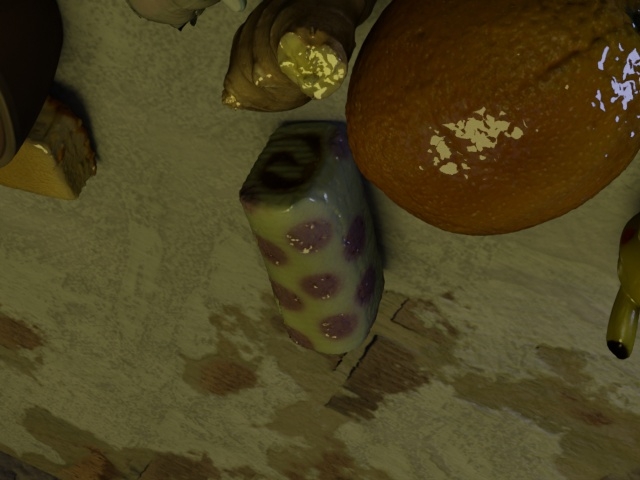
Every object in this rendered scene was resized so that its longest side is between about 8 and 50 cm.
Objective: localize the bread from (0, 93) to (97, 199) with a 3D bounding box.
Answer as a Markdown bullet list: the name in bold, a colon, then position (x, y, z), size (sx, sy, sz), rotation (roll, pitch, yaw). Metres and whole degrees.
- **bread**: position (-0.506, -0.169, 1.898), size (0.275, 0.114, 0.184), rotation (15, 155, 13)

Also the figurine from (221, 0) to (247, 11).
- **figurine**: position (-0.088, -0.370, 1.406), size (0.128, 0.184, 0.208), rotation (31, 118, 41)

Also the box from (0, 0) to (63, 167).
- **box**: position (-0.511, -0.276, 1.695), size (0.301, 0.216, 0.301), rotation (15, 145, 11)

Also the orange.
- **orange**: position (0.208, -0.168, 1.341), size (0.357, 0.322, 0.322), rotation (-22, 124, 39)

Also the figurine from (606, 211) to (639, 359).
- **figurine**: position (0.489, 0.003, 1.544), size (0.169, 0.218, 0.326), rotation (61, 157, 18)

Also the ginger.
- **ginger**: position (0.007, -0.234, 1.407), size (0.375, 0.236, 0.166), rotation (20, 137, 63)

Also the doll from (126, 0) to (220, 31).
- **doll**: position (-0.183, -0.328, 1.538), size (0.149, 0.095, 0.192), rotation (16, 166, -34)

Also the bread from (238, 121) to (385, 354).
- **bread**: position (0.000, 0.000, 1.784), size (0.155, 0.187, 0.338), rotation (7, 139, 24)
